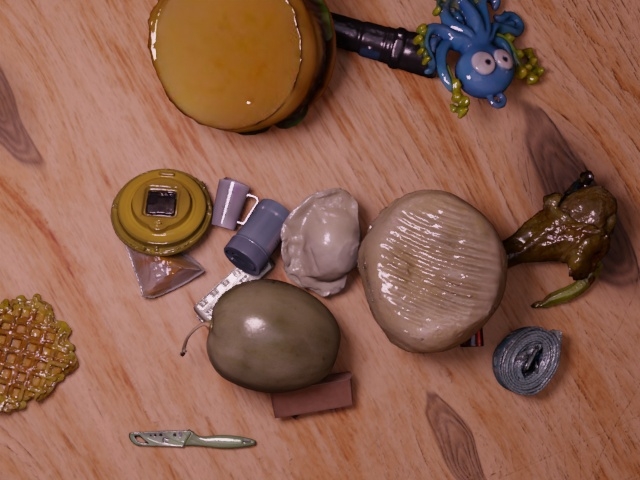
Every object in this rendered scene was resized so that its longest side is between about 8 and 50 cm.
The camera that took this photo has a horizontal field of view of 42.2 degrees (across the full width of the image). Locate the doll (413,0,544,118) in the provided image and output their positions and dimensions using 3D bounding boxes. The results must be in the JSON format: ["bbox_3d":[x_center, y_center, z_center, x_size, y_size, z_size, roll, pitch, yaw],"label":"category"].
[{"bbox_3d":[0.378,-0.464,1.941,0.346,0.099,0.341,-13,82,-29],"label":"doll"}]

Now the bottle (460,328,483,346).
[{"bbox_3d":[0.354,0.167,1.954,0.060,0.060,0.164,-3,85,-3],"label":"bottle"}]

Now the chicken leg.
[{"bbox_3d":[0.541,0.012,1.945,0.361,0.140,0.211,-36,66,4],"label":"chicken leg"}]

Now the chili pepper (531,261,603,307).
[{"bbox_3d":[0.601,0.112,1.979,0.208,0.043,0.049,-38,100,-5],"label":"chili pepper"}]

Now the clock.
[{"bbox_3d":[-0.366,-0.077,1.903,0.237,0.057,0.236,2,61,-3],"label":"clock"}]

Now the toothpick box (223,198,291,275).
[{"bbox_3d":[-0.139,-0.008,1.903,0.101,0.101,0.153,36,64,1],"label":"toothpick box"}]

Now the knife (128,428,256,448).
[{"bbox_3d":[-0.295,0.458,1.914,0.293,0.020,0.043,1,87,-2],"label":"knife"}]

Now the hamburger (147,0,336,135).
[{"bbox_3d":[-0.147,-0.429,1.840,0.396,0.277,0.395,6,108,19],"label":"hamburger"}]

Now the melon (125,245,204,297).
[{"bbox_3d":[-0.382,0.068,1.913,0.203,0.093,0.139,25,92,6],"label":"melon"}]

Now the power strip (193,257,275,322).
[{"bbox_3d":[-0.194,0.100,1.948,0.253,0.027,0.060,-43,88,-6],"label":"power strip"}]

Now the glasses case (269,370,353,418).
[{"bbox_3d":[-0.020,0.358,1.921,0.194,0.070,0.102,-9,113,-6],"label":"glasses case"}]

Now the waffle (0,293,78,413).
[{"bbox_3d":[-0.692,0.256,1.898,0.254,0.052,0.245,-33,86,-7],"label":"waffle"}]

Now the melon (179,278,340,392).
[{"bbox_3d":[-0.110,0.211,1.832,0.308,0.272,0.271,26,83,-30],"label":"melon"}]

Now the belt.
[{"bbox_3d":[0.482,0.279,1.938,0.148,0.082,0.162,10,85,-6],"label":"belt"}]

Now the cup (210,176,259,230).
[{"bbox_3d":[-0.199,-0.082,1.943,0.104,0.074,0.116,15,87,1],"label":"cup"}]

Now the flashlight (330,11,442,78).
[{"bbox_3d":[0.085,-0.489,1.987,0.424,0.103,0.103,16,84,0],"label":"flashlight"}]

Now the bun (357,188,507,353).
[{"bbox_3d":[0.254,0.069,1.858,0.326,0.234,0.361,-7,79,11],"label":"bun"}]

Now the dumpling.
[{"bbox_3d":[0.000,0.000,1.901,0.193,0.147,0.257,12,101,-14],"label":"dumpling"}]
